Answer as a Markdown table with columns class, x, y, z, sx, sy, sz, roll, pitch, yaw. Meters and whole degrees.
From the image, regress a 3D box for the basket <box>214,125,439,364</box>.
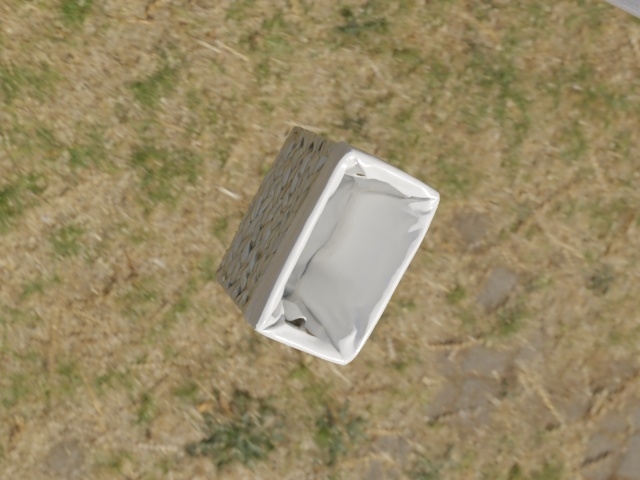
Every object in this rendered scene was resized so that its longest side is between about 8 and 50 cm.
| class | x | y | z | sx | sy | sz | roll | pitch | yaw |
| --- | --- | --- | --- | --- | --- | --- | --- | --- | --- |
| basket | 0.000 | 0.000 | 1.080 | 0.113 | 0.103 | 0.167 | 24 | 96 | -37 |

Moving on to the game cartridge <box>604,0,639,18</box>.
| class | x | y | z | sx | sy | sz | roll | pitch | yaw |
| --- | --- | --- | --- | --- | --- | --- | --- | --- | --- |
| game cartridge | 0.167 | -0.223 | 0.595 | 0.355 | 0.068 | 0.230 | 29 | 116 | 10 |
